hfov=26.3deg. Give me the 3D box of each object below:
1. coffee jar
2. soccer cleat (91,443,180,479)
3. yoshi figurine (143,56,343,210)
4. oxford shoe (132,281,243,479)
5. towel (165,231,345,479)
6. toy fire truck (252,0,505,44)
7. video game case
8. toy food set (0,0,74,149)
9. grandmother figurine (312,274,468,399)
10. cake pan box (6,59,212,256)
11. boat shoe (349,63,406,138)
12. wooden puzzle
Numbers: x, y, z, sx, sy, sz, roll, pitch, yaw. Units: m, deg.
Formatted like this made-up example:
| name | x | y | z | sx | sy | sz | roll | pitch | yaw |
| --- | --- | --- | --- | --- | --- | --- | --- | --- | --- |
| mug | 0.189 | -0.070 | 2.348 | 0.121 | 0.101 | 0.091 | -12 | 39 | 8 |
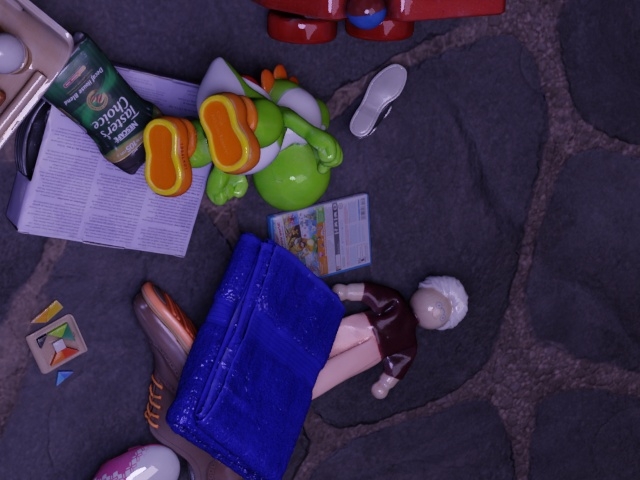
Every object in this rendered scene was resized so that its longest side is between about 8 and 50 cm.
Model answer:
| name | x | y | z | sx | sy | sz | roll | pitch | yaw |
| --- | --- | --- | --- | --- | --- | --- | --- | --- | --- |
| coffee jar | -0.275 | -0.172 | 1.744 | 0.096 | 0.079 | 0.184 | -47 | 122 | -5 |
| soccer cleat | -0.328 | 0.428 | 1.958 | 0.331 | 0.143 | 0.116 | -37 | 124 | 1 |
| yoshi figurine | -0.076 | -0.110 | 1.826 | 0.203 | 0.204 | 0.362 | -62 | 163 | 20 |
| oxford shoe | -0.203 | 0.227 | 1.994 | 0.133 | 0.130 | 0.363 | -26 | 115 | -4 |
| towel | -0.078 | 0.170 | 1.937 | 0.228 | 0.076 | 0.308 | 39 | 60 | -34 |
| toy fire truck | 0.065 | -0.340 | 1.839 | 0.302 | 0.254 | 0.169 | -7 | 112 | -27 |
| video game case | 0.000 | 0.000 | 2.081 | 0.166 | 0.015 | 0.119 | -15 | 116 | -24 |
| toy food set | -0.468 | -0.189 | 1.627 | 0.220 | 0.092 | 0.306 | 39 | 91 | 2 |
| grandmother figurine | 0.080 | 0.155 | 2.137 | 0.342 | 0.104 | 0.207 | -26 | 124 | -16 |
| cake pan box | -0.275 | -0.115 | 1.852 | 0.267 | 0.070 | 0.245 | 9 | 102 | -32 |
| boat shoe | 0.086 | -0.205 | 2.036 | 0.046 | 0.038 | 0.125 | 30 | 87 | 7 |
| wooden puzzle | -0.371 | 0.146 | 1.931 | 0.079 | 0.014 | 0.116 | -34 | 122 | -14 |
